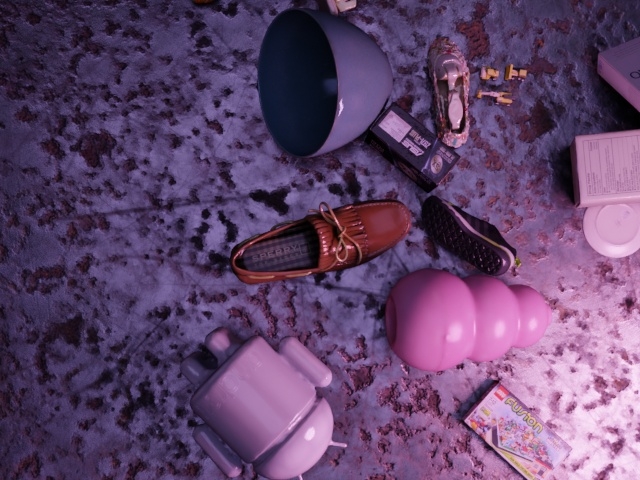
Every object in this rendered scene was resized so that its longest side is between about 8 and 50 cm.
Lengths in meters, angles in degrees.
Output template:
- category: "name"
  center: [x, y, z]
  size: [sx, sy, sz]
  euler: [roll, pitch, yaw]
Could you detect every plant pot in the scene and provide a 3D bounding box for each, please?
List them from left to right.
- category: "plant pot"
  center: [0.029, -0.319, 1.791]
  size: [0.195, 0.290, 0.290]
  euler: [-10, 87, -34]

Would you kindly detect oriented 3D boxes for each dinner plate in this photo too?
- category: "dinner plate"
  center: [0.629, -0.034, 1.890]
  size: [0.141, 0.017, 0.141]
  euler: [0, 86, -2]

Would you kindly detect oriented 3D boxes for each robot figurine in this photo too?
- category: "robot figurine"
  center: [-0.118, 0.331, 1.769]
  size: [0.353, 0.200, 0.300]
  euler: [44, 97, 2]

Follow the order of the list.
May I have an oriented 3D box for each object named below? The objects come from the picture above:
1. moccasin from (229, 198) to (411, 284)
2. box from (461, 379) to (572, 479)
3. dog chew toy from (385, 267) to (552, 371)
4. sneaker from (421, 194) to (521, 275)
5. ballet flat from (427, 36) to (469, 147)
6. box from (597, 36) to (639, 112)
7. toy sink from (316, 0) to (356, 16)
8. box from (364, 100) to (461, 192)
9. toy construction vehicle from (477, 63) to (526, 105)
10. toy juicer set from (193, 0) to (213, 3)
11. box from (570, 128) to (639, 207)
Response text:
- category: "moccasin"
  center: [-0.001, -0.003, 1.814]
  size: [0.380, 0.147, 0.139]
  euler: [-10, 87, -1]
- category: "box"
  center: [0.409, 0.403, 1.854]
  size: [0.207, 0.036, 0.114]
  euler: [42, 87, 1]
- category: "dog chew toy"
  center: [0.303, 0.156, 1.792]
  size: [0.331, 0.206, 0.207]
  euler: [-2, 87, -9]
- category: "sneaker"
  center: [0.315, -0.011, 1.863]
  size: [0.234, 0.097, 0.084]
  euler: [43, 128, 17]
- category: "ballet flat"
  center: [0.278, -0.317, 1.869]
  size: [0.091, 0.077, 0.241]
  euler: [-8, 87, 0]
- category: "box"
  center: [0.743, -0.317, 1.782]
  size: [0.232, 0.058, 0.322]
  euler: [-23, 48, -6]
- category: "toy sink"
  center: [0.044, -0.572, 1.841]
  size: [0.131, 0.153, 0.234]
  euler: [-18, 87, -2]
- category: "box"
  center: [0.186, -0.188, 1.826]
  size: [0.180, 0.147, 0.077]
  euler: [40, 87, 0]
- category: "toy construction vehicle"
  center: [0.387, -0.335, 1.891]
  size: [0.098, 0.035, 0.086]
  euler: [11, 87, 0]
- category: "toy juicer set"
  center: [-0.194, -0.643, 1.873]
  size: [0.329, 0.089, 0.209]
  euler: [-44, 88, -3]
- category: "box"
  center: [0.675, -0.152, 1.811]
  size: [0.311, 0.121, 0.148]
  euler: [-3, 86, 12]
